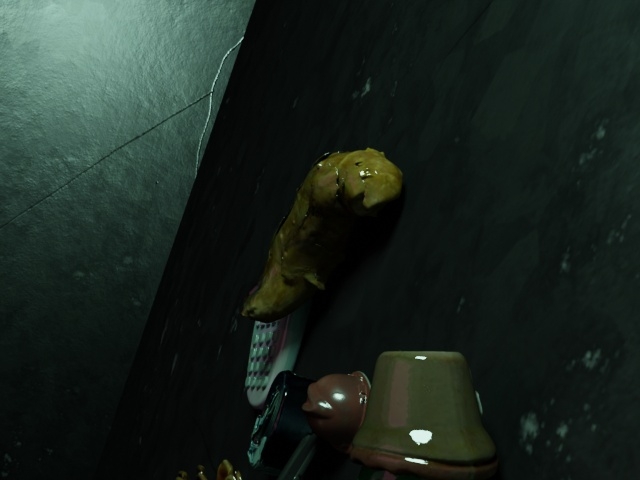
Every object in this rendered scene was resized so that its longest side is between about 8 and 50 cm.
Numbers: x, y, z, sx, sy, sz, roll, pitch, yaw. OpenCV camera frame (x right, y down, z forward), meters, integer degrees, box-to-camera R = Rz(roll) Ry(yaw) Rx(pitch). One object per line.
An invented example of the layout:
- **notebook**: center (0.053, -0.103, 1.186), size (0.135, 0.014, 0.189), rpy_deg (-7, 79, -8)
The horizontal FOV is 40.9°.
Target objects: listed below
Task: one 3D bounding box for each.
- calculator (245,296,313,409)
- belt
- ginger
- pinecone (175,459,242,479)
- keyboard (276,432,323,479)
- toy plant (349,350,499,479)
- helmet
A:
- **calculator**: center (-0.056, 0.104, 1.281), size (0.185, 0.041, 0.299), rpy_deg (153, 132, -67)
- **belt**: center (-0.048, 0.229, 1.078), size (0.105, 0.058, 0.140), rpy_deg (-121, 50, -74)
- **ginger**: center (0.001, -0.013, 1.107), size (0.309, 0.107, 0.133), rpy_deg (-53, 30, 42)
- **pinecone**: center (-0.155, 0.370, 1.003), size (0.212, 0.169, 0.185), rpy_deg (-36, 6, -28)
- **keyboard**: center (-0.042, 0.277, 0.941), size (0.060, 0.018, 0.195), rpy_deg (-47, 3, 43)
- **toy plant**: center (0.080, 0.184, 0.644), size (0.143, 0.105, 0.201), rpy_deg (-11, 78, 57)
- **helmet**: center (0.011, 0.180, 0.937), size (0.089, 0.057, 0.111), rpy_deg (-69, 16, -2)
